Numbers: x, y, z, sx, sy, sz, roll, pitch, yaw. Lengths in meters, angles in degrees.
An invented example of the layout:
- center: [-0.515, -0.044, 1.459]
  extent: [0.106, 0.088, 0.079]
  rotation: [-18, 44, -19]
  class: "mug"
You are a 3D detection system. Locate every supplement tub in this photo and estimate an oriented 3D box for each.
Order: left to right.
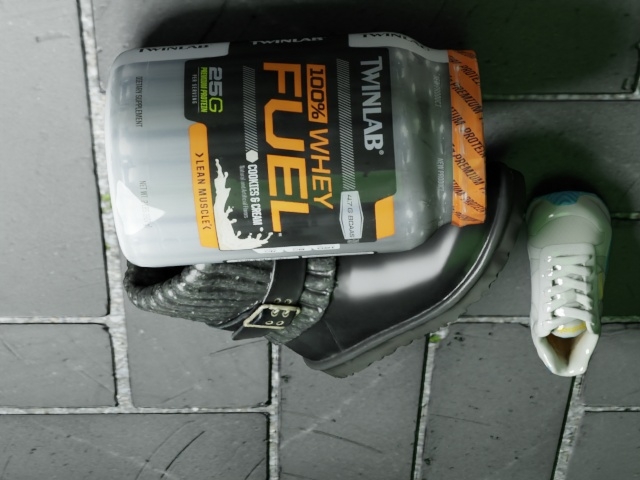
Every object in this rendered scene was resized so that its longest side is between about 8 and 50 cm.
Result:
- center: [-0.019, -0.080, 1.619]
  extent: [0.316, 0.193, 0.193]
  rotation: [-4, 140, 2]
  class: "supplement tub"

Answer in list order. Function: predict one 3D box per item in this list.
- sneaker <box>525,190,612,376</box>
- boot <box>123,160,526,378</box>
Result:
- center: [0.248, 0.040, 1.852]
  extent: [0.087, 0.092, 0.228]
  rotation: [-5, 139, 6]
  class: "sneaker"
- center: [-0.001, 0.004, 1.768]
  extent: [0.260, 0.131, 0.348]
  rotation: [25, 134, -29]
  class: "boot"
